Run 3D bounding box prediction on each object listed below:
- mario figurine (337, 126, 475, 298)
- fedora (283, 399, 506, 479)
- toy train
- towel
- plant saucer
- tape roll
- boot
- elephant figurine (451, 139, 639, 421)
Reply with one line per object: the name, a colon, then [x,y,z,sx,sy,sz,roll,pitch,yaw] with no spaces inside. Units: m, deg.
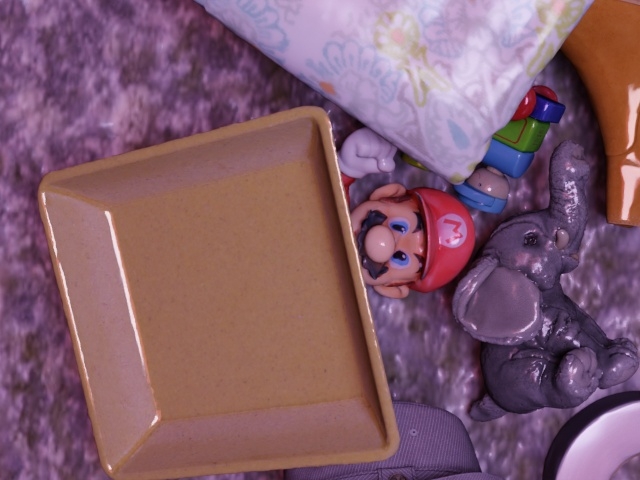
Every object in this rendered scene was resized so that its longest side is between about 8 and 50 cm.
mario figurine: [0.000,0.000,0.898,0.321,0.170,0.198,-4,131,11]
fedora: [0.055,0.248,0.888,0.276,0.243,0.124,-12,57,4]
toy train: [0.128,-0.142,0.948,0.248,0.105,0.143,30,108,25]
towel: [0.104,-0.288,0.762,0.321,0.090,0.374,35,100,0]
plant saucer: [-0.098,0.062,0.858,0.333,0.081,0.332,-11,93,22]
tape roll: [0.354,0.274,0.913,0.219,0.072,0.219,0,88,4]
boot: [0.316,-0.122,0.876,0.295,0.104,0.211,14,87,-22]
elephant figurine: [0.215,0.049,0.896,0.186,0.169,0.239,-27,90,-16]
